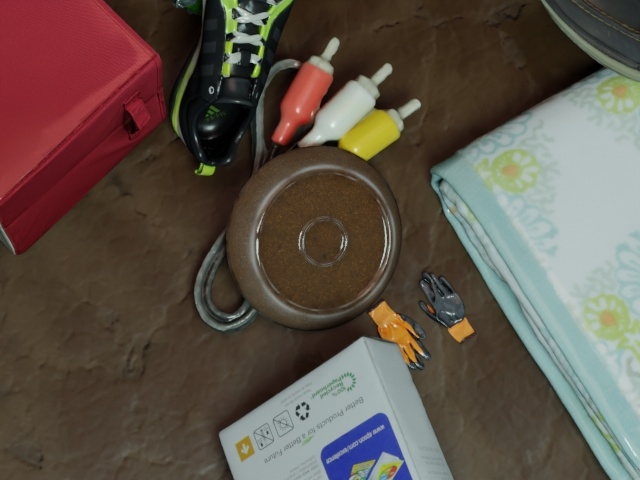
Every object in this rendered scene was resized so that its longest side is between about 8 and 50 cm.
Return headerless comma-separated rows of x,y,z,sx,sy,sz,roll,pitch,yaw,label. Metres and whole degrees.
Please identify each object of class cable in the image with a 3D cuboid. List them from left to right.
-0.042,-0.059,1.689,0.139,0.072,0.287,37,75,1,cable

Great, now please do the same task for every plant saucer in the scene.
0.000,0.000,1.663,0.168,0.029,0.168,-3,98,-21,plant saucer

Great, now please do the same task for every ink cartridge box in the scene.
0.049,0.280,1.527,0.176,0.069,0.371,-35,60,27,ink cartridge box

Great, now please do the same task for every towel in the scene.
0.324,0.015,1.690,0.320,0.090,0.374,-29,79,-14,towel

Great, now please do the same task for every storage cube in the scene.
-0.271,-0.134,1.640,0.215,0.183,0.193,43,78,7,storage cube

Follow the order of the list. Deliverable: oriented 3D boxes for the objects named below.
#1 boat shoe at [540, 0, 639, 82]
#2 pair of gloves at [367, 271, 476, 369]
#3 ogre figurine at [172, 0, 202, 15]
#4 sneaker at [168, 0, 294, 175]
0.356,-0.191,1.639,0.355,0.130,0.132,28,73,3,boat shoe
0.093,0.073,1.696,0.083,0.010,0.074,-32,79,-12,pair of gloves
-0.067,-0.273,1.723,0.097,0.118,0.197,30,76,3,ogre figurine
-0.067,-0.159,1.647,0.084,0.235,0.097,3,39,-23,sneaker
